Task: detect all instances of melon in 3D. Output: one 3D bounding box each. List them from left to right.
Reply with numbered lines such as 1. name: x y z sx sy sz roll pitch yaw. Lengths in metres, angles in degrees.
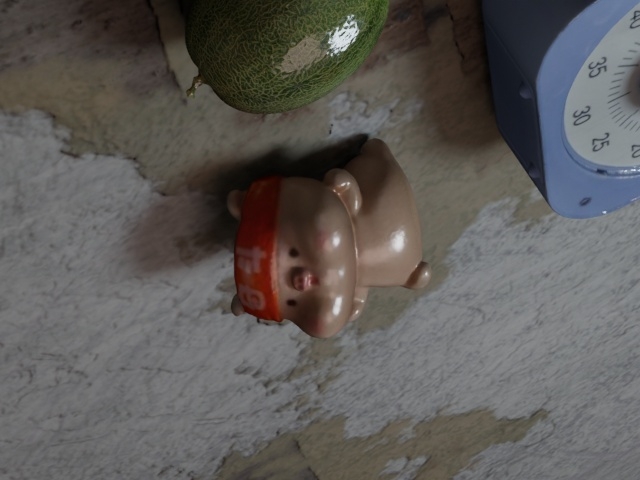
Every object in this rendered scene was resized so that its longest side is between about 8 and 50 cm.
1. melon: -0.034 -0.178 1.531 0.192 0.139 0.139 -33 148 1

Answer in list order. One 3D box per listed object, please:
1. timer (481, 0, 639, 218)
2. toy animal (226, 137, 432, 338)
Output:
1. timer: 0.351 -0.201 1.770 0.395 0.173 0.395 -20 146 -14
2. toy animal: 0.000 0.000 1.801 0.198 0.171 0.171 -19 147 -22
